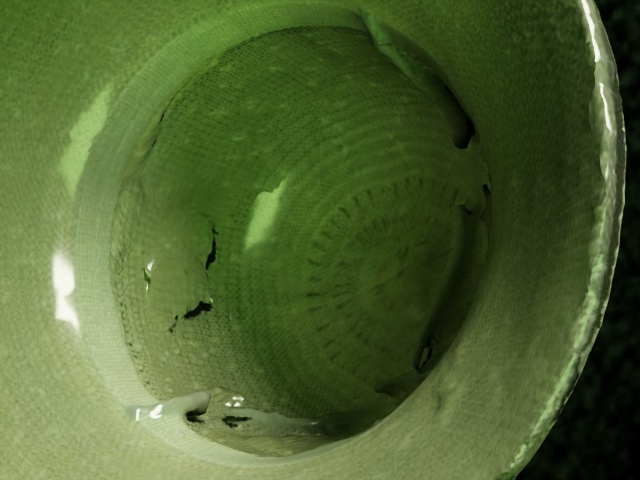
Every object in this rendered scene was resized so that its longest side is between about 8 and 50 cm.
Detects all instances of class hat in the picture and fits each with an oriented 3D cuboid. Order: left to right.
[{"bbox_3d":[0.000,0.000,0.624,0.130,0.257,0.257,23,94,-57],"label":"hat"}]
